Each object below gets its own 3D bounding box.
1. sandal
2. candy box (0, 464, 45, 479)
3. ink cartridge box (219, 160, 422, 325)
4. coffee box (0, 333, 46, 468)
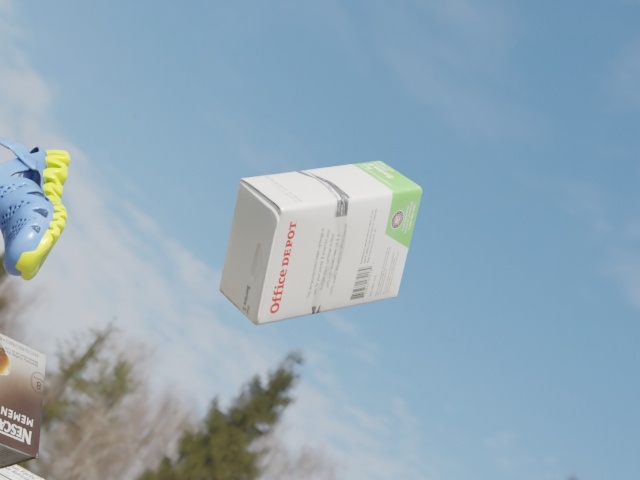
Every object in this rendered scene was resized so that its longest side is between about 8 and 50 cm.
[{"bbox_3d":[-0.459,-0.056,1.902,0.138,0.126,0.317,27,21,-25],"label":"sandal"},{"bbox_3d":[-0.482,0.399,1.545,0.088,0.182,0.316,22,16,23],"label":"candy box"},{"bbox_3d":[0.000,0.000,1.914,0.115,0.273,0.198,39,-54,42],"label":"ink cartridge box"},{"bbox_3d":[-0.441,0.163,1.463,0.098,0.141,0.246,-20,-36,28],"label":"coffee box"}]
